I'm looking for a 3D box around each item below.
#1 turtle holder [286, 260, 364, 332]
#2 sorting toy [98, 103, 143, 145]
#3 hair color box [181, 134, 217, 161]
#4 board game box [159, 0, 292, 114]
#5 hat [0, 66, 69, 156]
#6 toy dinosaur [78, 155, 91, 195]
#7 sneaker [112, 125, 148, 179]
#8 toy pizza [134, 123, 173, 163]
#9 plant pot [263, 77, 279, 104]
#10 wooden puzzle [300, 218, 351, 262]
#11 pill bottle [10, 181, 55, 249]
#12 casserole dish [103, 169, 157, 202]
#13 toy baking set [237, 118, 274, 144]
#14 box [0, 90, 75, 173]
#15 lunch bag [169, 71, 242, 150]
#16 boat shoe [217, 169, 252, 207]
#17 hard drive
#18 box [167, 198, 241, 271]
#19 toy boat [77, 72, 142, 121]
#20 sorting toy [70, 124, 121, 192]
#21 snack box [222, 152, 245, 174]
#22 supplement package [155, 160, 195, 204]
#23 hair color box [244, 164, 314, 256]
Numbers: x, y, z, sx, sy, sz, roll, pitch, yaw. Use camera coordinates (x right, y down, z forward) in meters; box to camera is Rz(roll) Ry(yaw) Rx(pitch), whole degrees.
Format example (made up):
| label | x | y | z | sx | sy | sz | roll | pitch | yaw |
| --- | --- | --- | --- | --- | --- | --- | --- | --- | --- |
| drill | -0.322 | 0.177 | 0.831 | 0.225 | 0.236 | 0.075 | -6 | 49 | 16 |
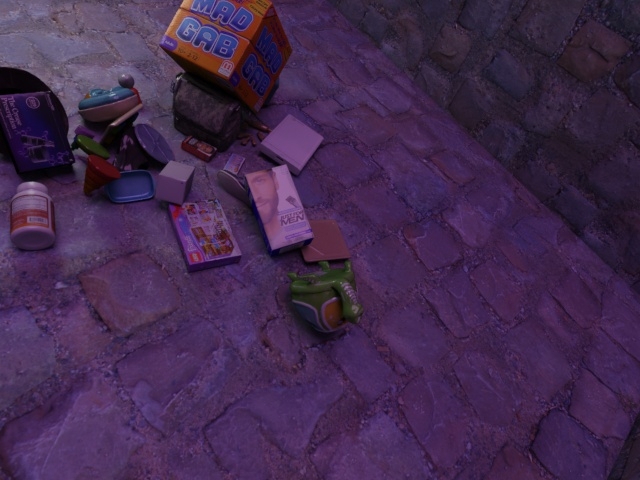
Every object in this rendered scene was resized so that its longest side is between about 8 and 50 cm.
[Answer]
| label | x | y | z | sx | sy | sz | roll | pitch | yaw |
| --- | --- | --- | --- | --- | --- | --- | --- | --- | --- |
| turtle holder | 0.043 | 0.203 | 1.464 | 0.243 | 0.321 | 0.227 | -21 | 102 | -56 |
| sorting toy | -0.824 | -0.462 | 1.666 | 0.038 | 0.208 | 0.193 | 47 | 44 | -21 |
| hair color box | -0.554 | -0.420 | 1.849 | 0.141 | 0.043 | 0.072 | 28 | 47 | -3 |
| board game box | -0.396 | -0.849 | 1.790 | 0.356 | 0.356 | 0.356 | 29 | 91 | 11 |
| hat | -1.140 | -0.469 | 1.524 | 0.332 | 0.134 | 0.330 | -4 | 96 | -38 |
| toy dinosaur | -0.878 | -0.269 | 1.565 | 0.112 | 0.064 | 0.211 | -3 | 55 | -25 |
| sneaker | -0.771 | -0.347 | 1.667 | 0.130 | 0.109 | 0.286 | 14 | 56 | -27 |
| toy pizza | -0.706 | -0.404 | 1.715 | 0.201 | 0.032 | 0.201 | 52 | 16 | -22 |
| plant pot | -0.362 | -0.874 | 2.180 | 0.252 | 0.247 | 0.247 | 20 | 46 | -29 |
| wooden puzzle | 0.000 | 0.000 | 1.779 | 0.221 | 0.044 | 0.238 | -4 | 51 | -27 |
| pill bottle | -0.954 | -0.086 | 1.346 | 0.121 | 0.121 | 0.216 | -6 | 56 | -29 |
| casserole dish | -0.736 | -0.212 | 1.569 | 0.189 | 0.114 | 0.037 | -14 | 19 | -32 |
| toy baking set | -0.314 | -0.526 | 2.058 | 0.256 | 0.030 | 0.196 | 17 | 52 | -11 |
| box | -1.036 | -0.389 | 1.467 | 0.184 | 0.103 | 0.261 | -24 | 108 | -38 |
| lunch bag | -0.517 | -0.599 | 1.851 | 0.305 | 0.256 | 0.212 | 29 | 56 | -1 |
| boat shoe | -0.331 | -0.231 | 1.767 | 0.255 | 0.095 | 0.079 | 33 | 49 | 1 |
| hard drive | -0.141 | -0.499 | 2.077 | 0.233 | 0.047 | 0.353 | 34 | 44 | -6 |
| box | -0.453 | -0.028 | 1.575 | 0.201 | 0.057 | 0.293 | -10 | 59 | -32 |
| toy boat | -0.892 | -0.618 | 1.746 | 0.268 | 0.148 | 0.318 | -6 | 30 | 16 |
| sorting toy | -0.875 | -0.297 | 1.520 | 0.365 | 0.126 | 0.127 | 47 | 10 | 34 |
| snack box | -0.404 | -0.332 | 1.863 | 0.064 | 0.022 | 0.178 | 21 | 48 | -7 |
| supplement package | -0.574 | -0.232 | 1.609 | 0.105 | 0.105 | 0.179 | 15 | 25 | -13 |
| hair color box | -0.174 | -0.125 | 1.667 | 0.185 | 0.110 | 0.338 | -18 | 76 | -17 |
